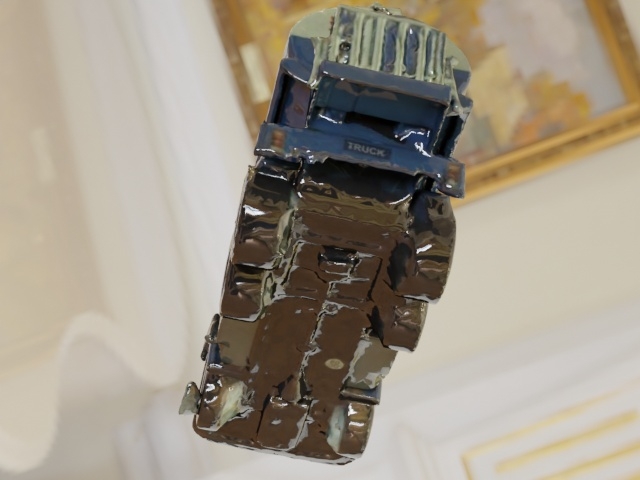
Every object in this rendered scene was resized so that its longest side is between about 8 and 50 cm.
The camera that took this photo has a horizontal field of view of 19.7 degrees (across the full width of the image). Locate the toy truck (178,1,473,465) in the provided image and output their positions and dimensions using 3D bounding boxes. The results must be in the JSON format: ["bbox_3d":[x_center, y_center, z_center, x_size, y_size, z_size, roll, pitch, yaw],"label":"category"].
[{"bbox_3d":[0.000,0.000,0.643,0.201,0.074,0.088,108,-9,-53],"label":"toy truck"}]
